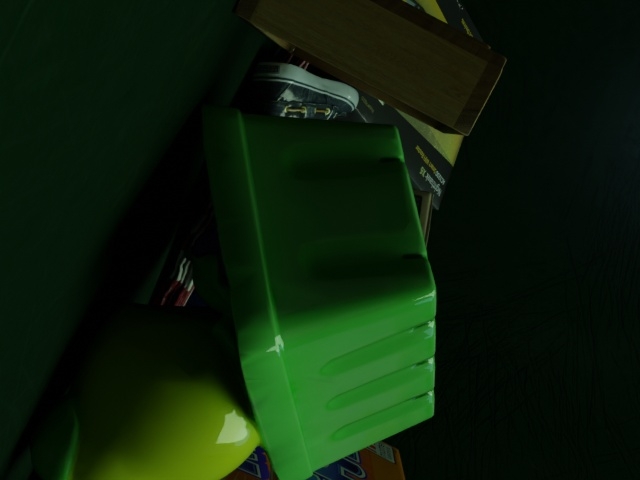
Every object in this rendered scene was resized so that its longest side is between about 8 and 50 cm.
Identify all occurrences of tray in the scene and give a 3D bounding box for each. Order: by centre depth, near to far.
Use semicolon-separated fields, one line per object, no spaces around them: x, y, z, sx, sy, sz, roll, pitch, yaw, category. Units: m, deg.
0.050;-0.176;1.129;0.076;0.203;0.411;-63;180;7;tray

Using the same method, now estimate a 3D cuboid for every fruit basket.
-0.084;0.085;1.099;0.392;0.392;0.283;118;-33;-55;fruit basket

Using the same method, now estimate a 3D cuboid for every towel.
-0.110;-0.052;1.404;0.329;0.037;0.237;-60;-177;44;towel

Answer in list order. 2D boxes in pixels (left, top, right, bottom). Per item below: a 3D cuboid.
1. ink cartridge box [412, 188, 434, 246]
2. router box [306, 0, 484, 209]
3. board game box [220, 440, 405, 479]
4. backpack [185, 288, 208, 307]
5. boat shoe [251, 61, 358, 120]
0.000;0.000;1.363;0.235;0.193;0.088;124;-24;-71;ink cartridge box
0.104;-0.212;1.548;0.309;0.081;0.243;42;64;-56;router box
-0.133;0.373;1.381;0.356;0.356;0.356;-61;-173;10;board game box
-0.131;0.059;1.605;0.120;0.101;0.098;2;-131;54;backpack
-0.020;-0.129;1.265;0.183;0.065;0.083;7;90;-62;boat shoe
